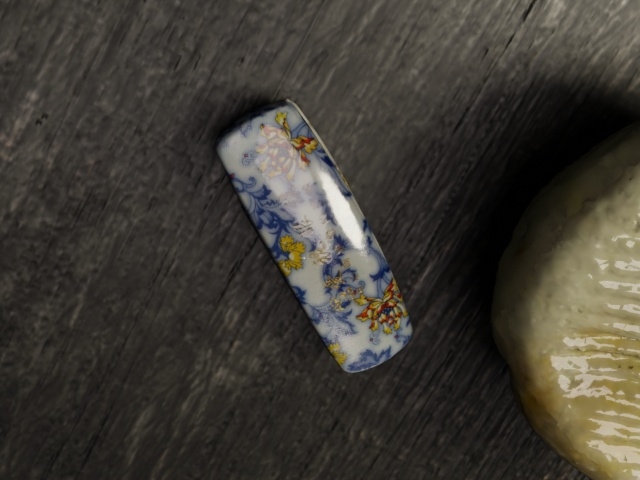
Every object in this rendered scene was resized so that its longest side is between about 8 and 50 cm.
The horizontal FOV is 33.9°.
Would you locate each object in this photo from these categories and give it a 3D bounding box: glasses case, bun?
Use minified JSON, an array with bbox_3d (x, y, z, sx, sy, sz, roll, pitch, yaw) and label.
[{"bbox_3d":[0.000,0.000,0.880,0.087,0.065,0.248,-31,111,-3],"label":"glasses case"},{"bbox_3d":[0.327,0.048,0.887,0.365,0.219,0.365,2,109,5],"label":"bun"}]
